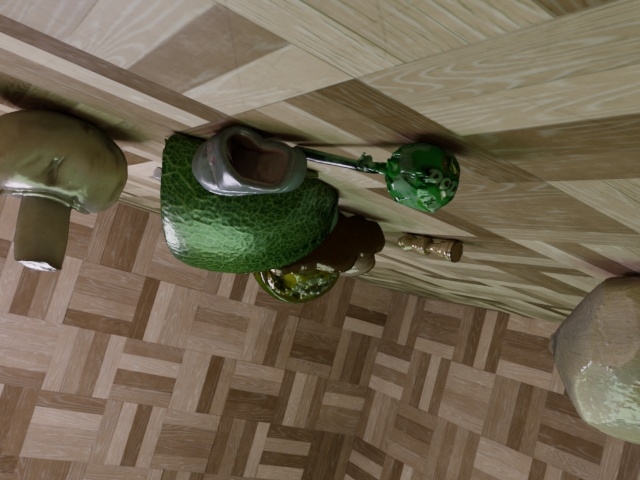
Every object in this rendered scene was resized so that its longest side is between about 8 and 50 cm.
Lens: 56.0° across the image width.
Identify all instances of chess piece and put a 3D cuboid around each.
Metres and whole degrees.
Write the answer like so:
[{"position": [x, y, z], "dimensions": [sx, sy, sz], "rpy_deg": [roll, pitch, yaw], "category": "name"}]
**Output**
[{"position": [0.269, 0.014, 1.516], "dimensions": [0.172, 0.060, 0.060], "rpy_deg": [13, 174, 41], "category": "chess piece"}]

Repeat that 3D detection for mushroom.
[{"position": [-0.587, -0.107, 1.285], "dimensions": [0.315, 0.335, 0.314], "rpy_deg": [7, 170, 1], "category": "mushroom"}]

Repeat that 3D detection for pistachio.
[{"position": [0.065, 0.041, 1.837], "dimensions": [0.215, 0.143, 0.144], "rpy_deg": [12, 173, 24], "category": "pistachio"}]

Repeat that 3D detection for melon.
[{"position": [-0.138, -0.073, 1.268], "dimensions": [0.344, 0.330, 0.226], "rpy_deg": [8, -150, 5], "category": "melon"}]

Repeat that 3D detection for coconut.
[{"position": [0.658, 0.235, 1.231], "dimensions": [0.361, 0.345, 0.346], "rpy_deg": [11, 172, 24], "category": "coconut"}]

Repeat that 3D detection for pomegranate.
[{"position": [-0.035, 0.030, 1.614], "dimensions": [0.341, 0.260, 0.261], "rpy_deg": [-9, -174, -29], "category": "pomegranate"}]

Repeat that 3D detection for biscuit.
[{"position": [0.002, 0.008, 1.431], "dimensions": [0.320, 0.047, 0.183], "rpy_deg": [-24, -123, -32], "category": "biscuit"}]

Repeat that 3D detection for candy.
[{"position": [0.060, -0.111, 0.876], "dimensions": [0.097, 0.096, 0.324], "rpy_deg": [22, 179, -44], "category": "candy"}]

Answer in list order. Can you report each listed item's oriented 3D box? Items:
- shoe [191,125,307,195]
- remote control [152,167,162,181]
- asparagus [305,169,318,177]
[{"position": [-0.138, -0.135, 0.989], "dimensions": [0.251, 0.103, 0.100], "rpy_deg": [10, 164, 36], "category": "shoe"}, {"position": [-0.386, -0.153, 1.725], "dimensions": [0.103, 0.034, 0.250], "rpy_deg": [14, 174, 12], "category": "remote control"}, {"position": [-0.090, -0.133, 1.126], "dimensions": [0.179, 0.045, 0.041], "rpy_deg": [14, 136, -18], "category": "asparagus"}]
